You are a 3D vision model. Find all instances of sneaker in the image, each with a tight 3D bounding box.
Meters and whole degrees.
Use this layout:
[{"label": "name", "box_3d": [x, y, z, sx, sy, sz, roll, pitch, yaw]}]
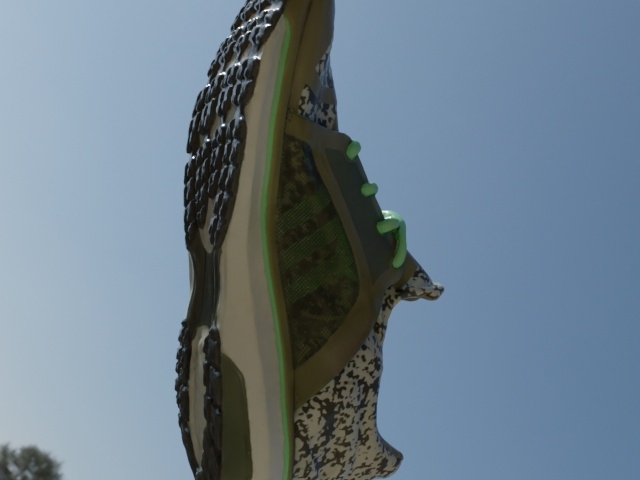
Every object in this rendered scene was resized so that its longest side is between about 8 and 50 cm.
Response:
[{"label": "sneaker", "box_3d": [0.000, 0.000, 0.671, 0.158, 0.182, 0.411, -162, -104, -67]}]
